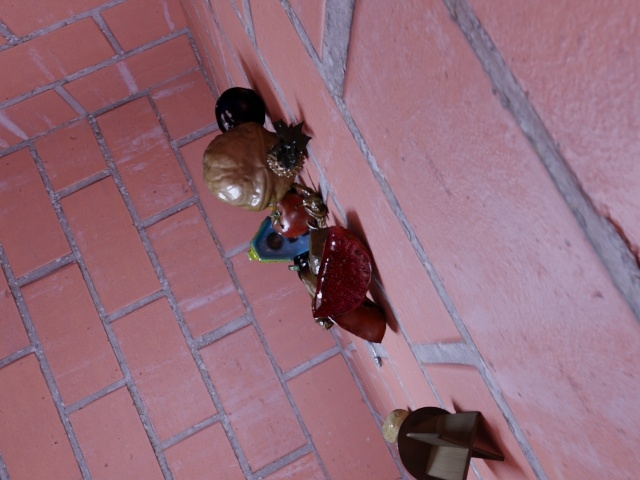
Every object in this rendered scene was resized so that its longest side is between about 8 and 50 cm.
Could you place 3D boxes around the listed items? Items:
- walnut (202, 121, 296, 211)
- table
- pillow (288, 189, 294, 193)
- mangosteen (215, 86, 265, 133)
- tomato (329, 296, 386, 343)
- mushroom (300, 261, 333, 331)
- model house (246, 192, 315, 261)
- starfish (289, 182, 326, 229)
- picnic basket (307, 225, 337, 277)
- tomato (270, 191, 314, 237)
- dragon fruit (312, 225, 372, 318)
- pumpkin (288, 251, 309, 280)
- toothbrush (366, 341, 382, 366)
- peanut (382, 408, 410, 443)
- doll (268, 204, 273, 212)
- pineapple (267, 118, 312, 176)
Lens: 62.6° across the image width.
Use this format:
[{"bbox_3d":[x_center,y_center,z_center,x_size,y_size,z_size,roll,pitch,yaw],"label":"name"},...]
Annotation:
[{"bbox_3d":[-0.232,-0.241,1.745,0.306,0.306,0.344,66,164,-14],"label":"walnut"},{"bbox_3d":[0.267,0.424,1.085,0.167,0.167,0.227,62,164,15],"label":"table"},{"bbox_3d":[-0.163,-0.211,2.177,0.335,0.092,0.162,73,-163,-62],"label":"pillow"},{"bbox_3d":[-0.285,-0.466,1.926,0.230,0.194,0.194,-62,-48,-64],"label":"mangosteen"},{"bbox_3d":[0.099,0.200,1.489,0.225,0.085,0.225,31,-171,-6],"label":"tomato"},{"bbox_3d":[0.025,0.202,2.048,0.297,0.163,0.278,107,145,-80],"label":"mushroom"},{"bbox_3d":[-0.149,-0.009,2.056,0.215,0.303,0.237,58,173,-1],"label":"model house"},{"bbox_3d":[-0.034,-0.117,1.648,0.146,0.074,0.190,61,173,18],"label":"starfish"},{"bbox_3d":[0.025,0.060,1.592,0.178,0.128,0.138,86,180,-46],"label":"picnic basket"},{"bbox_3d":[-0.096,-0.096,1.876,0.167,0.167,0.167,63,173,13],"label":"tomato"},{"bbox_3d":[0.064,0.056,1.397,0.211,0.134,0.262,-96,17,-56],"label":"dragon fruit"},{"bbox_3d":[-0.049,0.101,2.329,0.194,0.150,0.194,28,139,27],"label":"pumpkin"},{"bbox_3d":[0.178,0.372,2.061,0.269,0.021,0.027,64,-164,9],"label":"toothbrush"},{"bbox_3d":[0.288,0.695,1.967,0.111,0.125,0.274,61,173,28],"label":"peanut"},{"bbox_3d":[-0.228,-0.210,2.713,0.145,0.103,0.316,69,178,-66],"label":"doll"},{"bbox_3d":[-0.094,-0.242,1.437,0.119,0.130,0.277,52,172,0],"label":"pineapple"}]
